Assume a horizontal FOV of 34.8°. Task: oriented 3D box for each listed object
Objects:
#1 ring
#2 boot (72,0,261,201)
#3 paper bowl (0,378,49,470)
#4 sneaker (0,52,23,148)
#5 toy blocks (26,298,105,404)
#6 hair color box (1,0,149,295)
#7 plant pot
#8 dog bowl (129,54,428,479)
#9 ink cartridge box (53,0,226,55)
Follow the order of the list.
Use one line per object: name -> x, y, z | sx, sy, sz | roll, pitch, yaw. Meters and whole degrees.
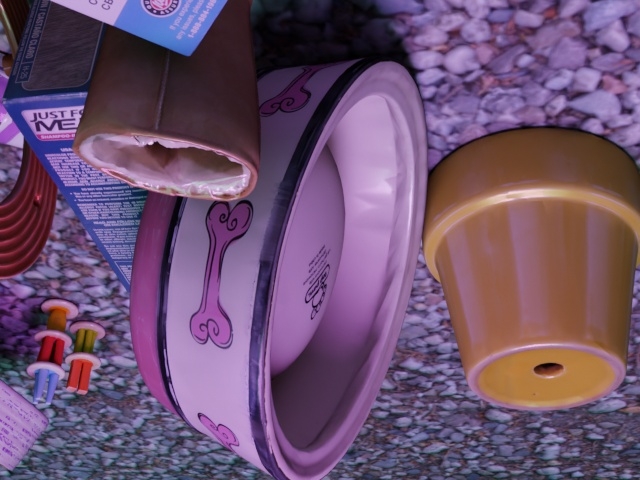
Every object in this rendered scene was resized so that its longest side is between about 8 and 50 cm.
ring -> -0.285, -0.133, 0.792 | 0.032, 0.336, 0.336 | -10, 145, 8
boot -> -0.153, -0.173, 0.782 | 0.236, 0.269, 0.089 | 8, 146, -9
paper bowl -> -0.533, 0.226, 1.422 | 0.284, 0.148, 0.284 | 32, 159, 13
sneaker -> -0.381, -0.120, 0.984 | 0.282, 0.161, 0.102 | 25, 139, -32
toy blocks -> -0.359, 0.174, 1.439 | 0.054, 0.148, 0.123 | -12, 144, 21
hair color box -> -0.174, -0.091, 0.997 | 0.105, 0.173, 0.347 | -2, 146, 10
plant pot -> 0.239, 0.045, 1.119 | 0.254, 0.239, 0.254 | 1, 146, 1
dog bowl -> -0.030, 0.017, 0.981 | 0.150, 0.407, 0.408 | 12, 150, 20
ink cartridge box -> -0.159, -0.294, 0.663 | 0.270, 0.197, 0.198 | 19, 143, -22
